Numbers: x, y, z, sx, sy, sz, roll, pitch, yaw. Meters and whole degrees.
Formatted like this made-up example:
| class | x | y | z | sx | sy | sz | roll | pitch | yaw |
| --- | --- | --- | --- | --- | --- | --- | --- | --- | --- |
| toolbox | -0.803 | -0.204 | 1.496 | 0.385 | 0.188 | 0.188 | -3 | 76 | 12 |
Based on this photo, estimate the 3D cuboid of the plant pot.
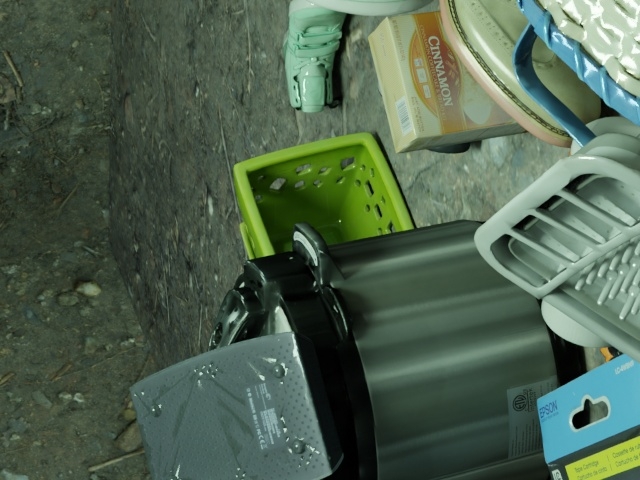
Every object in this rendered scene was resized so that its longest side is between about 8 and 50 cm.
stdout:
| class | x | y | z | sx | sy | sz | roll | pitch | yaw |
| --- | --- | --- | --- | --- | --- | --- | --- | --- | --- |
| plant pot | 0.000 | 0.000 | 2.025 | 0.207 | 0.227 | 0.228 | 102 | 151 | -60 |

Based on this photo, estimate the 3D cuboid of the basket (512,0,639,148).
| class | x | y | z | sx | sy | sz | roll | pitch | yaw |
| --- | --- | --- | --- | --- | --- | --- | --- | --- | --- |
| basket | 0.289 | -0.165 | 1.141 | 0.254 | 0.201 | 0.289 | 52 | 142 | 24 |

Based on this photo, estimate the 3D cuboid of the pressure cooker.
| class | x | y | z | sx | sy | sz | roll | pitch | yaw |
| --- | --- | --- | --- | --- | --- | --- | --- | --- | --- |
| pressure cooker | 0.059 | 0.172 | 1.638 | 0.375 | 0.421 | 0.369 | 124 | 131 | -63 |

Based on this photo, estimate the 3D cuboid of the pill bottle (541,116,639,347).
| class | x | y | z | sx | sy | sz | roll | pitch | yaw |
| --- | --- | --- | --- | --- | --- | --- | --- | --- | --- |
| pill bottle | 0.293 | -0.004 | 1.350 | 0.121 | 0.121 | 0.221 | -121 | 28 | -44 |

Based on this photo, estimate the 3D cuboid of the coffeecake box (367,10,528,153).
| class | x | y | z | sx | sy | sz | roll | pitch | yaw |
| --- | --- | --- | --- | --- | --- | --- | --- | --- | --- |
| coffeecake box | 0.164 | -0.187 | 1.518 | 0.068 | 0.186 | 0.142 | 146 | 112 | -69 |

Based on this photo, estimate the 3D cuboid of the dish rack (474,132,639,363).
| class | x | y | z | sx | sy | sz | roll | pitch | yaw |
| --- | --- | --- | --- | --- | --- | --- | --- | --- | --- |
| dish rack | 0.316 | 0.033 | 1.137 | 0.333 | 0.072 | 0.285 | 34 | 158 | -2 |

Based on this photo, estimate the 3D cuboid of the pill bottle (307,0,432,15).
| class | x | y | z | sx | sy | sz | roll | pitch | yaw |
| --- | --- | --- | --- | --- | --- | --- | --- | --- | --- |
| pill bottle | 0.065 | -0.474 | 1.621 | 0.204 | 0.204 | 0.361 | -125 | 31 | -49 |

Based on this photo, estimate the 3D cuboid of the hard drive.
| class | x | y | z | sx | sy | sz | roll | pitch | yaw |
| --- | --- | --- | --- | --- | --- | --- | --- | --- | --- |
| hard drive | -0.092 | 0.204 | 1.475 | 0.255 | 0.054 | 0.172 | -21 | 80 | 35 |

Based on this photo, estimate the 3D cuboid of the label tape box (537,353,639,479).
| class | x | y | z | sx | sy | sz | roll | pitch | yaw |
| --- | --- | --- | --- | --- | --- | --- | --- | --- | --- |
| label tape box | 0.354 | 0.295 | 1.350 | 0.249 | 0.115 | 0.347 | 130 | 130 | -64 |

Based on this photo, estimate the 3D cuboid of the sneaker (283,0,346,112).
| class | x | y | z | sx | sy | sz | roll | pitch | yaw |
| --- | --- | --- | --- | --- | --- | --- | --- | --- | --- |
| sneaker | -0.001 | -0.281 | 2.057 | 0.256 | 0.094 | 0.151 | 122 | 141 | -76 |

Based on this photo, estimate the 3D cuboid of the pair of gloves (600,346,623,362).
| class | x | y | z | sx | sy | sz | roll | pitch | yaw |
| --- | --- | --- | --- | --- | --- | --- | --- | --- | --- |
| pair of gloves | 0.335 | 0.129 | 1.463 | 0.074 | 0.010 | 0.083 | 102 | 153 | -50 |

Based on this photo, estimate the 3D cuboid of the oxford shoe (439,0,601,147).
| class | x | y | z | sx | sy | sz | roll | pitch | yaw |
| --- | --- | --- | --- | --- | --- | --- | --- | --- | --- |
| oxford shoe | 0.209 | -0.290 | 1.427 | 0.146 | 0.141 | 0.397 | -40 | 69 | 47 |

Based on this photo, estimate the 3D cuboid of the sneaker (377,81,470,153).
| class | x | y | z | sx | sy | sz | roll | pitch | yaw |
| --- | --- | --- | --- | --- | --- | --- | --- | --- | --- |
| sneaker | 0.135 | -0.199 | 1.753 | 0.223 | 0.083 | 0.098 | -124 | 35 | -50 |
